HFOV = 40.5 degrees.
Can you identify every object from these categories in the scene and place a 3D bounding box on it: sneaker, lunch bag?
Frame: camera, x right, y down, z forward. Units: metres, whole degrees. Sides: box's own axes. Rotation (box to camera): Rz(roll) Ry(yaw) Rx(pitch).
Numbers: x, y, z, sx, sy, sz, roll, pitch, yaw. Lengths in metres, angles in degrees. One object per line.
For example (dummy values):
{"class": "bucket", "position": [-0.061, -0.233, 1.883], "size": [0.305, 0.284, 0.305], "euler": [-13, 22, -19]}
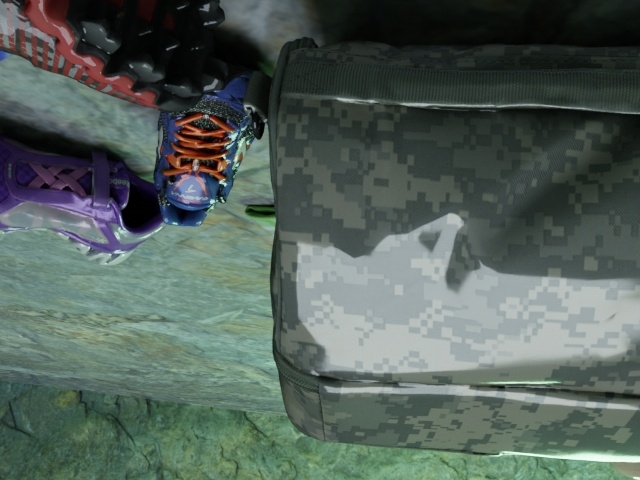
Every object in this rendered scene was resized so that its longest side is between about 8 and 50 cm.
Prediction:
{"class": "sneaker", "position": [-0.171, -0.143, 0.431], "size": [0.135, 0.097, 0.276], "euler": [-8, 154, 42]}
{"class": "lunch bag", "position": [0.117, -0.007, 0.537], "size": [0.305, 0.212, 0.256], "euler": [4, 145, 7]}
{"class": "sneaker", "position": [-0.085, -0.067, 0.644], "size": [0.083, 0.087, 0.221], "euler": [10, 163, -7]}
{"class": "sneaker", "position": [-0.231, -0.047, 0.791], "size": [0.105, 0.095, 0.236], "euler": [-13, 158, 35]}

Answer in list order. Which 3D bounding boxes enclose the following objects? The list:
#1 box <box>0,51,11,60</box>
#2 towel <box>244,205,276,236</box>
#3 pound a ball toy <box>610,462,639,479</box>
{"class": "box", "position": [-0.264, -0.155, 0.558], "size": [0.081, 0.028, 0.136], "euler": [-7, 159, 41]}
{"class": "towel", "position": [0.000, 0.000, 0.920], "size": [0.113, 0.023, 0.152], "euler": [0, 160, 25]}
{"class": "pound a ball toy", "position": [0.235, 0.093, 0.792], "size": [0.319, 0.208, 0.136], "euler": [19, 160, -28]}
